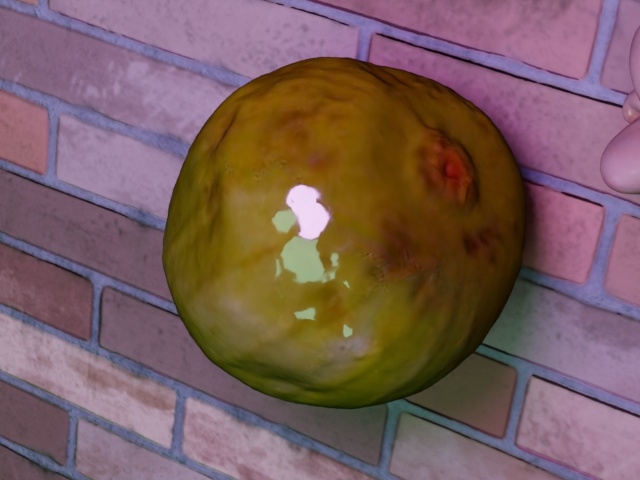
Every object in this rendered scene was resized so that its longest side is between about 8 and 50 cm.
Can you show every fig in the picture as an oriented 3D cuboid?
[{"bbox_3d":[0.011,0.005,1.293,0.343,0.343,0.343,12,116,27],"label":"fig"}]

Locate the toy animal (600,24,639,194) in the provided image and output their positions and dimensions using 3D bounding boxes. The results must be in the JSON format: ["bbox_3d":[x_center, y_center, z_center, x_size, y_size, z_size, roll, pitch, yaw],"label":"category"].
[{"bbox_3d":[0.322,-0.092,1.153,0.171,0.171,0.197,-1,105,32],"label":"toy animal"}]
